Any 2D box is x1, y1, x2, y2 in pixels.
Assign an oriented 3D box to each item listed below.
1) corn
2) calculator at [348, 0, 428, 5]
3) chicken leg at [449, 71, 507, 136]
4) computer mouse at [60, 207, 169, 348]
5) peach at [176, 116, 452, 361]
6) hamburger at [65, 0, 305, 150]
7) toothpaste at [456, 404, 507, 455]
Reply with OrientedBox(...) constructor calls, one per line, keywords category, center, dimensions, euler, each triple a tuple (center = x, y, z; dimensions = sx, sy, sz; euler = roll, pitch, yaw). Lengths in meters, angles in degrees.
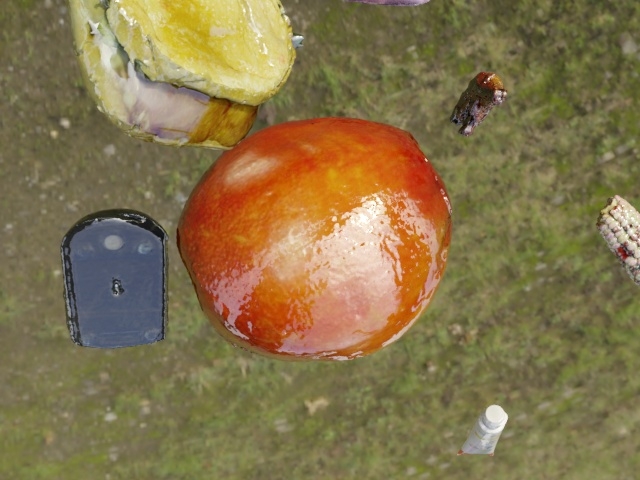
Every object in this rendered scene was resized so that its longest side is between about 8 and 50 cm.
OrientedBox(category="corn", center=(0.548, 0.050, 1.582), dimensions=(0.092, 0.280, 0.092), euler=(-41, -177, 3))
OrientedBox(category="calculator", center=(0.093, -0.506, 1.825), dimensions=(0.294, 0.194, 0.043), euler=(11, 133, 13))
OrientedBox(category="chicken leg", center=(0.257, -0.223, 1.540), dimensions=(0.048, 0.090, 0.219), euler=(12, 167, -10))
OrientedBox(category="computer mouse", center=(-0.328, 0.050, 1.548), dimensions=(0.170, 0.100, 0.269), euler=(0, 125, -10))
OrientedBox(category="peach", center=(-0.001, -0.002, 1.272), dimensions=(0.372, 0.373, 0.290), euler=(-18, 121, 3))
OrientedBox(category="hamburger", center=(-0.153, -0.206, 1.086), dimensions=(0.132, 0.211, 0.308), euler=(-20, 162, 40))
OrientedBox(category="toothpaste", center=(0.201, 0.240, 1.186), dimensions=(0.048, 0.031, 0.190), euler=(-1, 153, 1))
